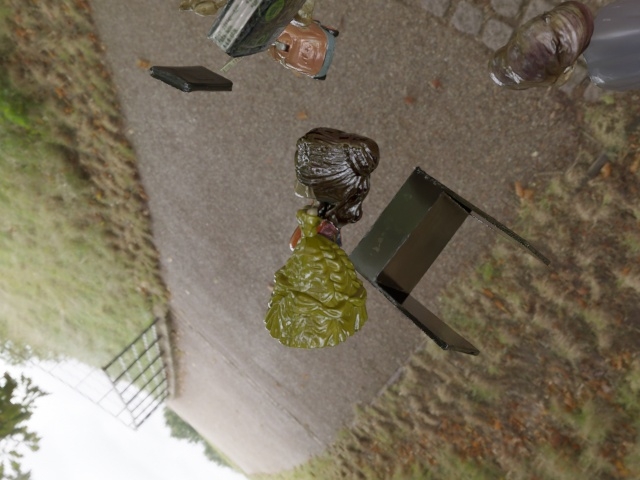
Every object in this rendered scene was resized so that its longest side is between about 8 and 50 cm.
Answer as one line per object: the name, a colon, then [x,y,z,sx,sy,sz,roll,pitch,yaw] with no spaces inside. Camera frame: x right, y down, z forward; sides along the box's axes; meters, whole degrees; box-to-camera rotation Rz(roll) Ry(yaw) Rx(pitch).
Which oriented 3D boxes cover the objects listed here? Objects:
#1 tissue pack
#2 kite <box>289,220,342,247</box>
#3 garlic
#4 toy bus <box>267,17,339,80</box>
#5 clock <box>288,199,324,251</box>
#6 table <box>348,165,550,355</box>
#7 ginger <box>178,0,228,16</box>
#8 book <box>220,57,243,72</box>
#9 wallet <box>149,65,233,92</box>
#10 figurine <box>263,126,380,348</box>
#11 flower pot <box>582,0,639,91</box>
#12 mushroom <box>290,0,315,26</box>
tissue pack: [-0.067,-0.404,0.906,0.073,0.235,0.173,43,-151,-3]
kite: [0.000,0.000,1.580,0.234,0.321,0.016,11,-157,-50]
garlic: [0.517,-0.427,1.313,0.160,0.245,0.245,62,165,1]
toy bus: [-0.085,-0.724,2.115,0.287,0.232,0.194,46,131,41]
clock: [-0.012,-0.058,1.391,0.051,0.205,0.205,33,166,-4]
table: [0.255,0.045,1.142,0.282,0.250,0.196,41,-171,35]
ginger: [-0.341,-0.778,1.821,0.133,0.214,0.058,41,156,36]
book: [-0.176,-0.566,1.593,0.232,0.162,0.022,-18,124,44]
wallet: [-0.365,-0.472,1.656,0.149,0.044,0.250,29,-155,17]
figurine: [-0.002,-0.017,0.878,0.168,0.187,0.315,22,118,42]
flower pot: [0.915,-0.546,1.575,0.265,0.265,0.243,50,179,-19]
mushroom: [-0.048,-0.722,1.642,0.071,0.209,0.084,9,176,-26]
